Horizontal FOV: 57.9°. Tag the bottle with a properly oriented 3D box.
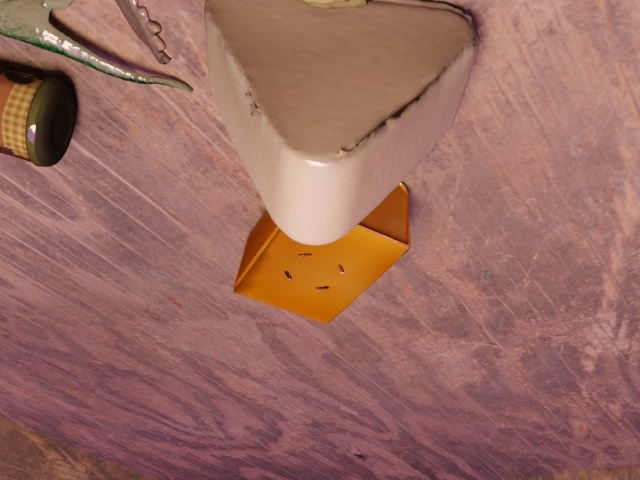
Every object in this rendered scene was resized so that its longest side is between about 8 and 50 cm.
[{"bbox_3d":[-0.504,-0.197,0.819,0.272,0.143,0.156,14,141,-6],"label":"bottle"}]

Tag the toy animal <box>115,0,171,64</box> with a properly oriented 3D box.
[{"bbox_3d":[-0.261,-0.330,0.550,0.302,0.224,0.284,11,163,37],"label":"toy animal"}]

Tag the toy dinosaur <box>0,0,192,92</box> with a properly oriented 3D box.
[{"bbox_3d":[-0.343,-0.290,0.735,0.383,0.076,0.129,22,145,-12],"label":"toy dinosaur"}]

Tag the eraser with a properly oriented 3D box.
[{"bbox_3d":[0.043,-0.179,0.695,0.332,0.331,0.149,6,142,2],"label":"eraser"}]

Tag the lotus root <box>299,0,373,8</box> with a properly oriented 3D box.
[{"bbox_3d":[-0.011,-0.315,0.623,0.144,0.070,0.143,-6,124,16],"label":"lotus root"}]

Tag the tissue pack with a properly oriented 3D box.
[{"bbox_3d":[0.000,0.000,0.978,0.195,0.145,0.274,24,139,-16],"label":"tissue pack"}]
